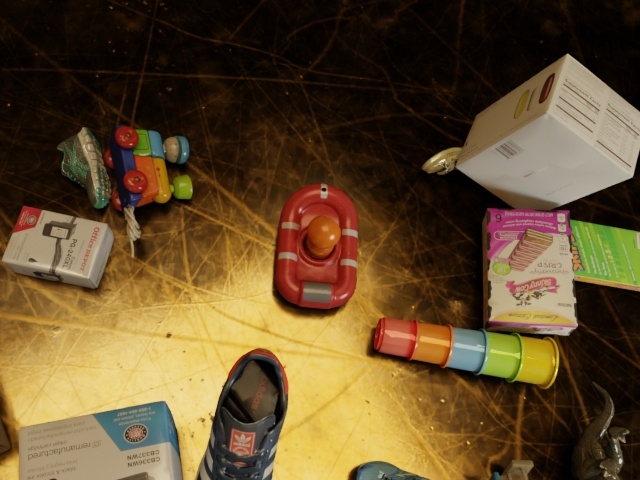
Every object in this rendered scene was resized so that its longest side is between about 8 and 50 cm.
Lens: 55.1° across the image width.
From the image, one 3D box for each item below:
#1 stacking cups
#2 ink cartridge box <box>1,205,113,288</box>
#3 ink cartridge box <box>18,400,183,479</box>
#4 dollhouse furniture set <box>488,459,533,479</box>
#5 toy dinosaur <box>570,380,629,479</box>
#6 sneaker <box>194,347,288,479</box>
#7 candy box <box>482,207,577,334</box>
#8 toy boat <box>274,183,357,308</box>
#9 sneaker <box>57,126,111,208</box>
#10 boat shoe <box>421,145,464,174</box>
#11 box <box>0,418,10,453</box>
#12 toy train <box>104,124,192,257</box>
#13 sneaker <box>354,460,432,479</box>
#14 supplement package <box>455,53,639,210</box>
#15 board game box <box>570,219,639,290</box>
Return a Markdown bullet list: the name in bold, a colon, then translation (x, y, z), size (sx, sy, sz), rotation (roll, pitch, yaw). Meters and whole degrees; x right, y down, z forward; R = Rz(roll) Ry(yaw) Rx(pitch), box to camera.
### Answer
- **stacking cups**: translation (0.258, 0.189, 1.100), size (0.316, 0.096, 0.096), rotation (12, 66, -4)
- **ink cartridge box**: translation (-0.455, 0.013, 1.075), size (0.151, 0.063, 0.109), rotation (12, 66, -4)
- **ink cartridge box**: translation (-0.289, 0.396, 0.854), size (0.198, 0.197, 0.270), rotation (-9, 62, -13)
- **dollhouse furniture set**: translation (0.284, 0.470, 0.990), size (0.129, 0.129, 0.183), rotation (5, 43, -7)
- **toy dinosaur**: translation (0.469, 0.403, 1.027), size (0.121, 0.160, 0.313), rotation (-8, 63, -12)
- **sneaker**: translation (-0.125, 0.334, 0.949), size (0.131, 0.148, 0.349), rotation (8, 67, -6)
- **candy box**: translation (0.394, 0.057, 1.172), size (0.159, 0.071, 0.233), rotation (2, 67, 8)
- **toy boat**: translation (0.000, 0.000, 1.106), size (0.151, 0.151, 0.231), rotation (5, 67, -7)
- **sneaker**: translation (-0.443, -0.127, 1.146), size (0.076, 0.065, 0.166), rotation (-22, 69, 0)
- **boat shoe**: translation (0.282, -0.162, 1.274), size (0.153, 0.056, 0.048), rotation (-16, 74, -25)
- **box**: translation (-0.590, 0.220, 0.951), size (0.113, 0.094, 0.275), rotation (-26, 74, -18)
- **toy train**: translation (-0.301, -0.089, 1.131), size (0.143, 0.105, 0.248), rotation (-5, 72, -34)
- **sneaker**: translation (0.136, 0.400, 1.005), size (0.162, 0.073, 0.063), rotation (14, 67, -4)
- **supplement package**: translation (0.430, -0.186, 1.170), size (0.204, 0.262, 0.145), rotation (33, 65, -13)
- **board game box**: translation (0.568, 0.028, 1.250), size (0.260, 0.039, 0.124), rotation (11, 67, -7)
